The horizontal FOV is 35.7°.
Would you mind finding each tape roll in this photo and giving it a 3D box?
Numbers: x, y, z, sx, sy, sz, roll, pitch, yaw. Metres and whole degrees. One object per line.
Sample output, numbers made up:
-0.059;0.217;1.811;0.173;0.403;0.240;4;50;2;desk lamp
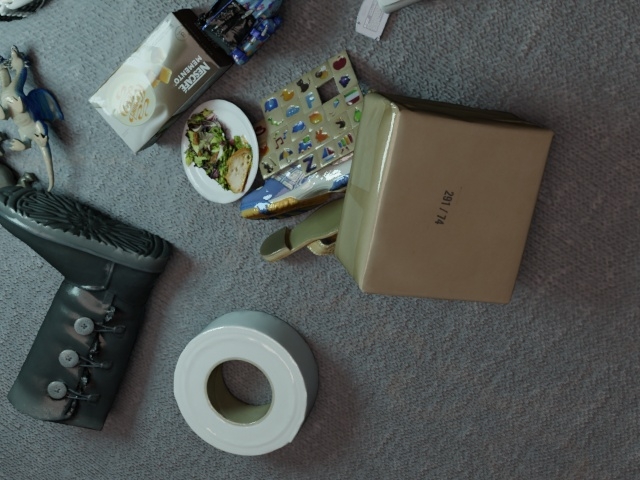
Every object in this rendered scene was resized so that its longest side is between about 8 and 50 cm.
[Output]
-0.149;0.290;2.021;0.286;0.100;0.286;4;106;13;tape roll

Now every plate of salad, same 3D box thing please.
-0.201;-0.169;1.902;0.200;0.048;0.200;8;104;36;plate of salad

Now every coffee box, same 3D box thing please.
-0.300;-0.303;1.888;0.246;0.098;0.141;-40;93;21;coffee box

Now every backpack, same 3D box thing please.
-0.122;-0.417;1.786;0.117;0.158;0.173;43;100;-9;backpack

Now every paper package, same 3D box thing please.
0.207;-0.074;1.726;0.309;0.168;0.325;6;107;-18;paper package

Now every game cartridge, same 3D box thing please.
0.097;-0.409;1.799;0.056;0.017;0.083;24;110;3;game cartridge

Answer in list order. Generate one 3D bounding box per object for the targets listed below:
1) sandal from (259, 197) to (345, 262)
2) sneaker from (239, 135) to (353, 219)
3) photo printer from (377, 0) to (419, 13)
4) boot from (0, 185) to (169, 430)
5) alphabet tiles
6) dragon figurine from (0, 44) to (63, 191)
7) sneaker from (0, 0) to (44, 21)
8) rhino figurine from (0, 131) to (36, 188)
0.000;-0.005;1.923;0.240;0.088;0.079;-24;130;26;sandal
-0.027;-0.132;1.879;0.296;0.112;0.131;-21;80;19;sneaker
0.205;-0.558;1.676;0.307;0.107;0.256;-20;99;17;photo printer
-0.549;0.149;2.042;0.367;0.146;0.445;23;113;-5;boot
-0.023;-0.215;1.831;0.237;0.009;0.198;-28;63;21;alphabet tiles
-0.574;-0.249;1.983;0.085;0.144;0.289;-20;119;17;dragon figurine
-0.680;-0.479;1.940;0.292;0.110;0.118;-3;96;15;sneaker
-0.639;-0.099;2.051;0.106;0.073;0.243;-32;97;17;rhino figurine
